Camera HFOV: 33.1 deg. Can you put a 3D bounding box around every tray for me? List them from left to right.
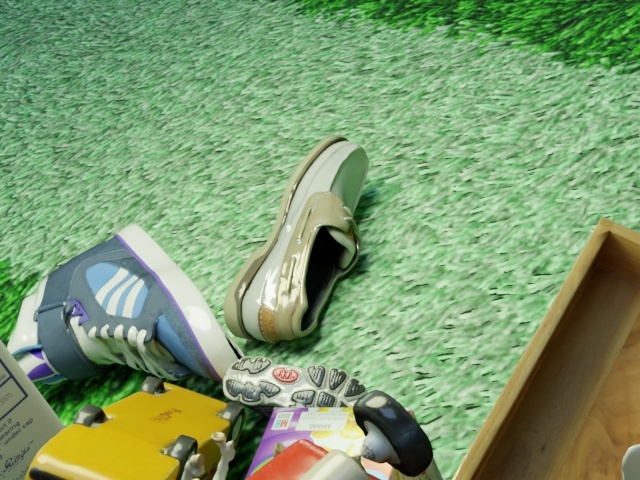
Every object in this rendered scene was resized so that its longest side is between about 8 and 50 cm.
[{"bbox_3d":[0.250,0.176,0.919,0.202,0.076,0.411,27,56,17],"label":"tray"}]

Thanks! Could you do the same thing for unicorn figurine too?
[{"bbox_3d":[-0.067,0.205,0.856,0.162,0.111,0.060,19,36,30],"label":"unicorn figurine"}]

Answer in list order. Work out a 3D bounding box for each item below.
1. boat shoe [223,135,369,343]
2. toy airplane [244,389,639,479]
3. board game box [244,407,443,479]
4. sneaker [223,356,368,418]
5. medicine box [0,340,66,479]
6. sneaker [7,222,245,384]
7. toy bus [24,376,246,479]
[{"bbox_3d":[0.000,0.000,1.308,0.103,0.113,0.302,8,57,33],"label":"boat shoe"},{"bbox_3d":[0.118,0.297,0.635,0.386,0.272,0.384,-4,50,13],"label":"toy airplane"},{"bbox_3d":[0.001,0.291,0.903,0.142,0.144,0.275,-4,40,26],"label":"board game box"},{"bbox_3d":[-0.019,0.167,1.142,0.169,0.071,0.068,15,67,20],"label":"sneaker"},{"bbox_3d":[-0.413,0.167,1.156,0.149,0.289,0.263,-41,40,-23],"label":"medicine box"},{"bbox_3d":[-0.246,0.126,1.268,0.236,0.130,0.323,-38,40,-10],"label":"sneaker"},{"bbox_3d":[-0.165,0.219,1.005,0.108,0.130,0.332,16,3,8],"label":"toy bus"}]
